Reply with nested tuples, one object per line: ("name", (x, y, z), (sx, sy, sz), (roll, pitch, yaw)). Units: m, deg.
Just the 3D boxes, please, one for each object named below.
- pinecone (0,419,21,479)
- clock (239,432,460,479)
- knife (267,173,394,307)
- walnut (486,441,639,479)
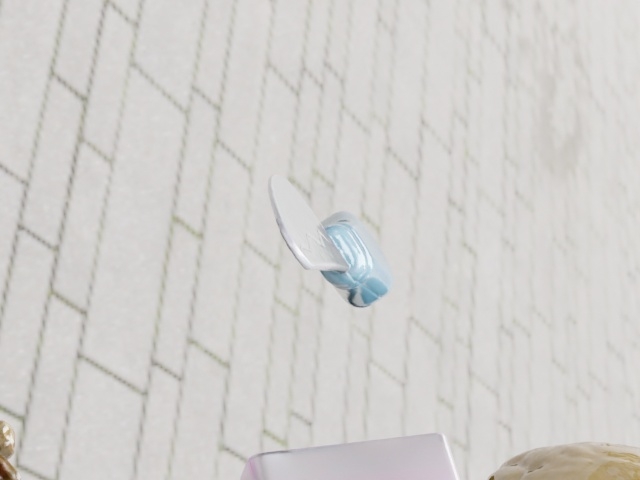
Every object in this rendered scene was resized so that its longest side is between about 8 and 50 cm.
("pinecone", (-0.289, 0.148, 0.807), (0.212, 0.185, 0.169), (15, 55, -28))
("clock", (0.018, 0.252, 1.267), (0.150, 0.197, 0.063), (112, -32, -48))
("knife", (-0.001, -0.002, 0.600), (0.058, 0.032, 0.244), (62, 6, 10))
("walnut", (0.225, 0.312, 1.071), (0.333, 0.333, 0.333), (28, 58, -57))
